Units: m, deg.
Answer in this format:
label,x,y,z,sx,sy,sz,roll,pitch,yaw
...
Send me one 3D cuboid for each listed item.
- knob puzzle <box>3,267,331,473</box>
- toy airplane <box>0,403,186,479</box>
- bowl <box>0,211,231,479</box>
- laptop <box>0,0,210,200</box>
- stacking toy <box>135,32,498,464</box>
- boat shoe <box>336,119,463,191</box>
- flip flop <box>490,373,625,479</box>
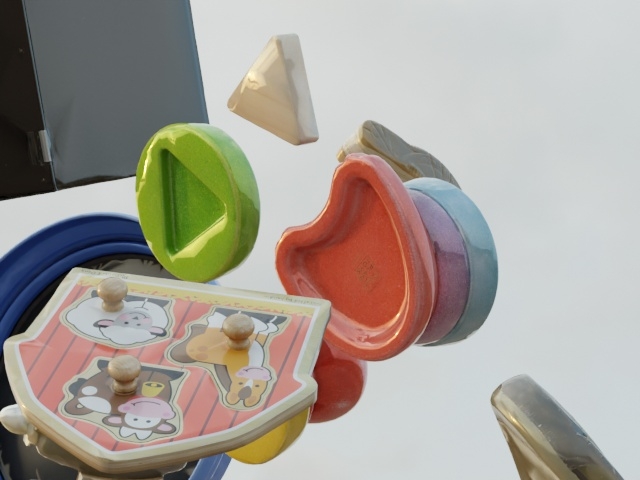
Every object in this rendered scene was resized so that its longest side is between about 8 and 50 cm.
label,x,y,z,sx,sy,sz,roll,pitch,yaw
knob puzzle,-0.096,0.070,1.159,0.213,0.213,0.030,1,-60,-2
toy airplane,-0.202,0.306,1.653,0.384,0.386,0.272,-33,-39,-25
bowl,-0.251,0.165,2.174,0.391,0.391,0.077,-12,-20,26
laptop,-0.331,-0.227,1.882,0.408,0.382,0.236,-10,3,-2
stacking toy,0.000,0.000,1.571,0.130,0.279,0.309,-12,-18,-43
boat shoe,0.086,-0.066,2.093,0.059,0.063,0.170,-34,-54,31
flip flop,0.089,0.178,0.761,0.080,0.112,0.277,-16,-54,-17
